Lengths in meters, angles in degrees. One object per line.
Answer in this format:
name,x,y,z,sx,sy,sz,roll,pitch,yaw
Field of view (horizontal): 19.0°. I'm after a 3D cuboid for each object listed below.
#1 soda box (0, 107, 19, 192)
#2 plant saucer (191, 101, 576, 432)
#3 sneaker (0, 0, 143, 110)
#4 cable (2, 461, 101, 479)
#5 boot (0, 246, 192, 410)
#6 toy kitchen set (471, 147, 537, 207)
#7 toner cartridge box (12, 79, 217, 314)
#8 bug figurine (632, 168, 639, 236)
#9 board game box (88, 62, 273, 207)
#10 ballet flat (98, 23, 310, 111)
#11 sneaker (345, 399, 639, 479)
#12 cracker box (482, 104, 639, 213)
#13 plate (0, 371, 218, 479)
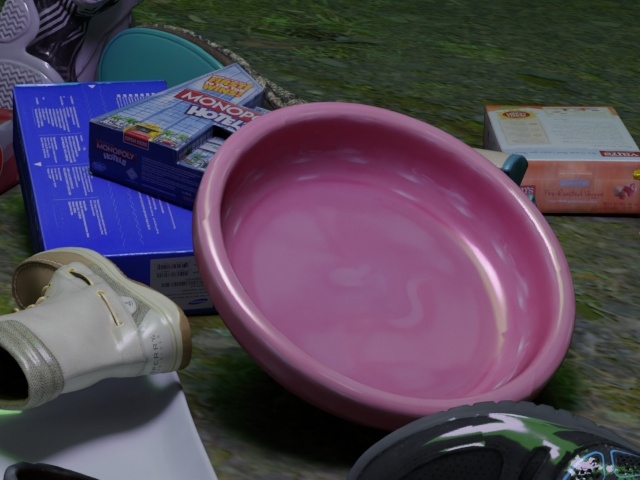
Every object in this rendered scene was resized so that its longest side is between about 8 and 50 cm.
soda box,-0.409,-0.073,2.018,0.092,0.083,0.263,9,20,17
plant saucer,0.046,0.031,1.586,0.332,0.084,0.332,14,46,-14
sneaker,-0.260,-0.278,2.246,0.137,0.366,0.210,36,24,22
cable,-0.114,0.199,1.243,0.139,0.072,0.287,49,27,23
boot,-0.226,0.069,1.515,0.165,0.077,0.213,-16,26,-38
toy kitchen set,0.168,0.033,1.808,0.122,0.166,0.207,10,57,24
toner cartridge box,-0.206,-0.047,1.873,0.165,0.075,0.348,-2,32,-13
bug figurine,0.478,-0.036,2.020,0.279,0.072,0.216,5,13,22
board game box,-0.090,-0.101,1.847,0.194,0.060,0.194,19,34,22
ballet flat,-0.055,-0.098,2.070,0.182,0.164,0.483,14,13,-44
sneaker,0.180,0.191,1.261,0.340,0.125,0.140,2,24,6
cracker box,0.272,-0.094,2.172,0.155,0.067,0.232,1,18,-1
plate,-0.226,0.165,1.411,0.277,0.045,0.278,-3,20,-12
